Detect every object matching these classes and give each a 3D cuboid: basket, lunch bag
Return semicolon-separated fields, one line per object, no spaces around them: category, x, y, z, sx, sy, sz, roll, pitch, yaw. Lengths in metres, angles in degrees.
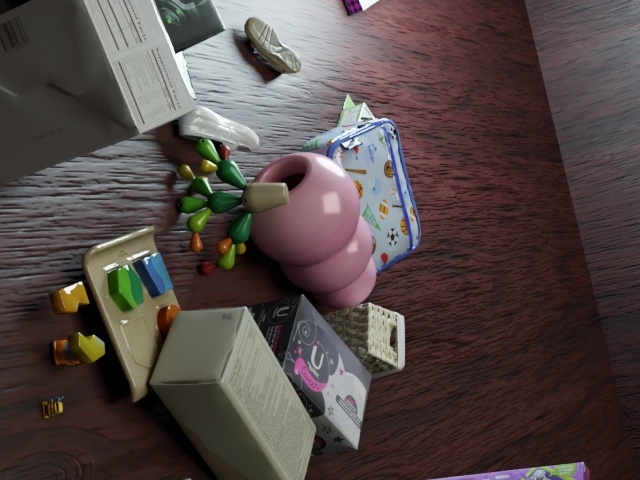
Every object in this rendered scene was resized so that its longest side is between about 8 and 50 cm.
basket;0.059;0.188;2.056;0.103;0.167;0.113;32;51;-44
lunch bag;0.087;-0.094;2.220;0.243;0.115;0.303;-27;110;-42

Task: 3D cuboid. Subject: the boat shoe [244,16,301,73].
boat shoe;-0.101;-0.373;2.165;0.153;0.048;0.056;35;60;-40

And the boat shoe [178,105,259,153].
boat shoe;-0.175;-0.177;1.928;0.184;0.066;0.063;25;70;-56

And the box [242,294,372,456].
box;-0.038;0.235;1.892;0.247;0.142;0.163;51;37;-35

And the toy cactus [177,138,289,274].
toy cactus;-0.140;-0.060;1.831;0.112;0.180;0.219;16;67;-79

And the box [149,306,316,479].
box;-0.124;0.253;1.701;0.148;0.121;0.311;-72;148;-42

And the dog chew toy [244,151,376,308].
dog chew toy;0.000;0.000;2.018;0.206;0.207;0.332;-76;147;-40

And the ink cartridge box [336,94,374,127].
ink cartridge box;0.087;-0.216;2.382;0.109;0.062;0.209;53;36;-32

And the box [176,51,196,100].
box;-0.292;-0.329;1.812;0.159;0.044;0.233;-19;94;-60

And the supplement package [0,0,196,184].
supplement package;-0.334;-0.215;1.471;0.145;0.262;0.204;-39;110;-58

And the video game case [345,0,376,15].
video game case;0.077;-0.655;2.583;0.232;0.042;0.210;67;30;-14

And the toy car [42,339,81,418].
toy car;-0.335;0.185;1.514;0.060;0.040;0.122;35;48;-48

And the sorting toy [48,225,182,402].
sorting toy;-0.270;0.110;1.607;0.307;0.041;0.229;-30;104;-70

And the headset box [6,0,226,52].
headset box;-0.305;-0.373;1.657;0.283;0.131;0.246;-36;105;-45

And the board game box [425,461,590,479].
board game box;0.359;0.556;2.211;0.056;0.347;0.208;47;41;-41

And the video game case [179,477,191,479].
video game case;-0.220;0.456;1.605;0.173;0.022;0.190;-10;86;-60
